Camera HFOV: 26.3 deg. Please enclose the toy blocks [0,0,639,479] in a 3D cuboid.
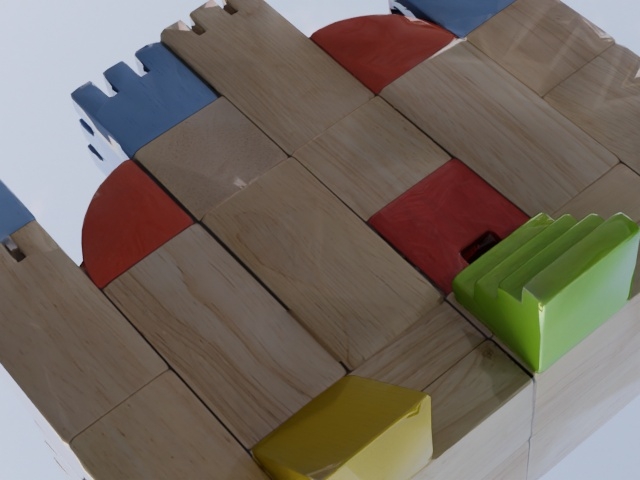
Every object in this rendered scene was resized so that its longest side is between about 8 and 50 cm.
[{"bbox_3d":[0.000,0.000,0.596,0.381,0.190,0.261,-35,-121,-18],"label":"toy blocks"}]
